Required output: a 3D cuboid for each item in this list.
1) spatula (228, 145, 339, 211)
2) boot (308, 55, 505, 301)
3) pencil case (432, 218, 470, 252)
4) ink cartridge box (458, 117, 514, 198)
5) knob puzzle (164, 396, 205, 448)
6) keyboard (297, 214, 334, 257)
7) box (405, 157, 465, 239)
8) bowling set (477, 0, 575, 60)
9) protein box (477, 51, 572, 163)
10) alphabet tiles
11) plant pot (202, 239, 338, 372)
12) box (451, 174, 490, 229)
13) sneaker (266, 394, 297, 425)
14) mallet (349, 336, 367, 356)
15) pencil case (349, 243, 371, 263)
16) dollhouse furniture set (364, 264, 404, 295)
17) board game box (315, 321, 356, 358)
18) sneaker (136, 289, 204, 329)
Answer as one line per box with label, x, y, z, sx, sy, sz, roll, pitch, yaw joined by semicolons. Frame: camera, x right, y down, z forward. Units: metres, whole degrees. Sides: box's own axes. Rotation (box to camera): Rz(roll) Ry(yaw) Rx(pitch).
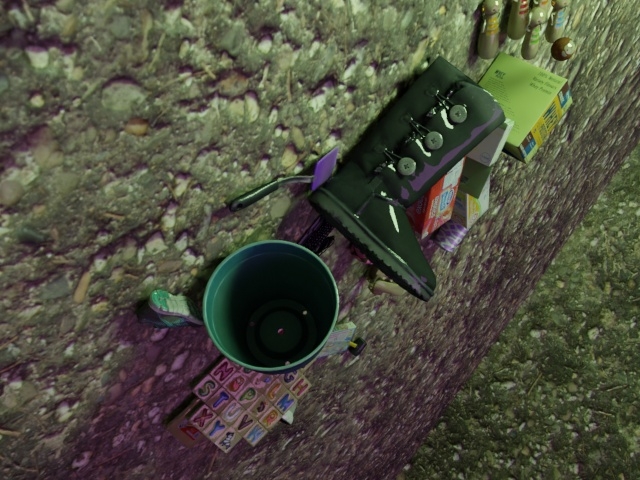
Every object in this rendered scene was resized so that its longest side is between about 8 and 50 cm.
spatula;-0.067;-0.118;1.104;0.297;0.030;0.084;-26;145;-33
boot;0.251;-0.135;1.212;0.445;0.367;0.146;-48;-171;-6
pencil case;0.457;-0.057;1.766;0.206;0.086;0.088;-55;171;10
ink cartridge box;0.376;-0.236;1.394;0.056;0.171;0.235;-30;145;-48
knob puzzle;-0.299;0.444;1.394;0.213;0.030;0.213;-31;142;-27
keyboard;0.000;0.000;1.302;0.192;0.038;0.100;-51;148;2
box;0.281;-0.147;1.414;0.128;0.123;0.256;-32;144;-27
bowling set;0.532;-0.534;1.269;0.287;0.200;0.154;-41;146;-21
protein box;0.516;-0.351;1.422;0.201;0.200;0.136;-55;148;7
alphabet tiles;-0.169;0.385;1.396;0.342;0.011;0.285;-44;124;-16
plant pot;-0.098;0.172;1.174;0.272;0.271;0.255;-40;162;-15
box;0.434;-0.146;1.613;0.103;0.114;0.203;-42;148;-12
sneaker;-0.137;0.429;1.544;0.121;0.099;0.262;-64;148;-31
mallet;0.100;0.333;1.770;0.062;0.039;0.189;-47;144;-4
pencil case;0.149;-0.035;1.391;0.095;0.098;0.209;-15;135;-43
dollhouse furniture set;0.161;0.079;1.506;0.123;0.151;0.144;15;112;-33
board game box;0.030;0.311;1.645;0.154;0.026;0.103;-6;128;-38
sneaker;-0.303;0.150;1.078;0.076;0.065;0.166;-37;146;10
